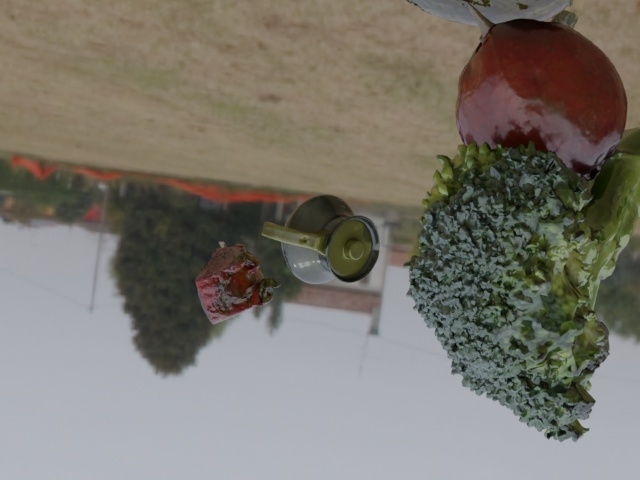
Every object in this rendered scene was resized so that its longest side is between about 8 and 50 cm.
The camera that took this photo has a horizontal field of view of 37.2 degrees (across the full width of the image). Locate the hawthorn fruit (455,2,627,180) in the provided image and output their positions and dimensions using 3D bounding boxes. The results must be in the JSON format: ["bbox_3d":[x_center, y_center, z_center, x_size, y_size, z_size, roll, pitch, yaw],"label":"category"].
[{"bbox_3d":[0.236,-0.162,1.081,0.189,0.251,0.189,-30,-175,3],"label":"hawthorn fruit"}]

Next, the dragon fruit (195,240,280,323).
[{"bbox_3d":[-0.118,0.056,1.423,0.096,0.102,0.147,-24,-165,20],"label":"dragon fruit"}]

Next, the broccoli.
[{"bbox_3d":[0.261,-0.012,1.062,0.274,0.397,0.353,30,172,19],"label":"broccoli"}]

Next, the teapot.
[{"bbox_3d":[0.000,0.000,1.333,0.165,0.130,0.119,9,-175,-41],"label":"teapot"}]

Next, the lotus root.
[{"bbox_3d":[0.224,-0.375,1.322,0.274,0.160,0.152,18,148,26],"label":"lotus root"}]

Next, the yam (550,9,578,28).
[{"bbox_3d":[0.409,-0.319,1.840,0.061,0.274,0.061,24,-161,-9],"label":"yam"}]

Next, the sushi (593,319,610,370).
[{"bbox_3d":[0.329,0.151,1.318,0.150,0.091,0.078,-20,173,-30],"label":"sushi"}]
